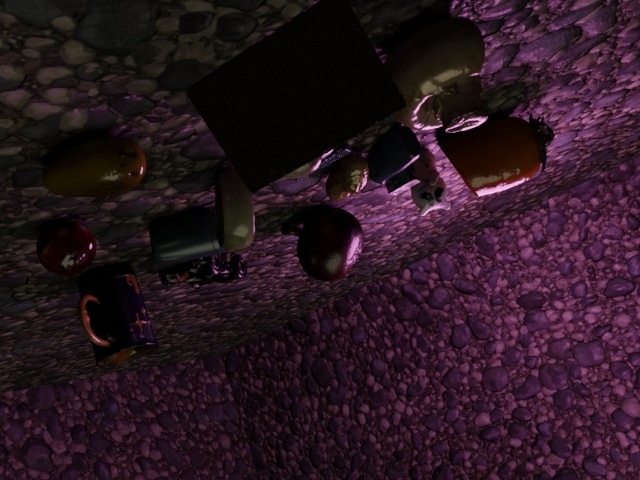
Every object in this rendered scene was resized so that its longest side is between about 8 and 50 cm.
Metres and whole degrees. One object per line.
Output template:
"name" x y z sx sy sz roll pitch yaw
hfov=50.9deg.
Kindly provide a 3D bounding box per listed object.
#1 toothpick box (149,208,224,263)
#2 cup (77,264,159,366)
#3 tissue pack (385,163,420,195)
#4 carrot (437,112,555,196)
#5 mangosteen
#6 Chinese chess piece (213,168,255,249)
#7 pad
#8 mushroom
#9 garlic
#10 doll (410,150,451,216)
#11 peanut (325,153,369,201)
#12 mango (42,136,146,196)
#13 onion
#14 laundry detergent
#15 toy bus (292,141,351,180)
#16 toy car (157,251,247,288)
"toothpick box" -0.349 -0.006 1.745 0.184 0.120 0.120 -14 165 -12
"cup" -0.581 0.199 1.898 0.179 0.256 0.255 -16 166 -17
"tissue pack" 0.215 -0.191 1.835 0.085 0.110 0.079 -28 165 28
"carrot" 0.508 -0.238 1.882 0.331 0.193 0.214 -24 125 -1
"mangosteen" 0.000 0.000 2.116 0.262 0.235 0.235 21 174 14
"Chinese chess piece" -0.200 -0.071 1.558 0.083 0.188 0.188 -4 162 -14
"pad" -0.047 -0.241 1.139 0.330 0.220 0.004 -26 -166 23
"mushroom" 0.210 -0.294 1.291 0.189 0.195 0.253 -17 163 0
"garlic" -0.078 -0.231 1.255 0.219 0.218 0.212 -21 125 2
"doll" 0.298 -0.169 1.924 0.111 0.180 0.107 -19 153 0
"peanut" 0.071 -0.163 1.790 0.083 0.093 0.194 -44 176 -31
"mango" -0.419 -0.128 1.244 0.195 0.098 0.137 -18 170 11
"onion" -0.573 0.018 1.520 0.131 0.131 0.131 -19 166 -5
"laundry detergent" 0.176 -0.210 1.743 0.061 0.096 0.206 -30 173 -35
"toy bus" -0.007 -0.199 1.638 0.166 0.047 0.065 -26 168 20
"toy car" -0.355 0.080 2.055 0.193 0.117 0.301 -17 169 22
